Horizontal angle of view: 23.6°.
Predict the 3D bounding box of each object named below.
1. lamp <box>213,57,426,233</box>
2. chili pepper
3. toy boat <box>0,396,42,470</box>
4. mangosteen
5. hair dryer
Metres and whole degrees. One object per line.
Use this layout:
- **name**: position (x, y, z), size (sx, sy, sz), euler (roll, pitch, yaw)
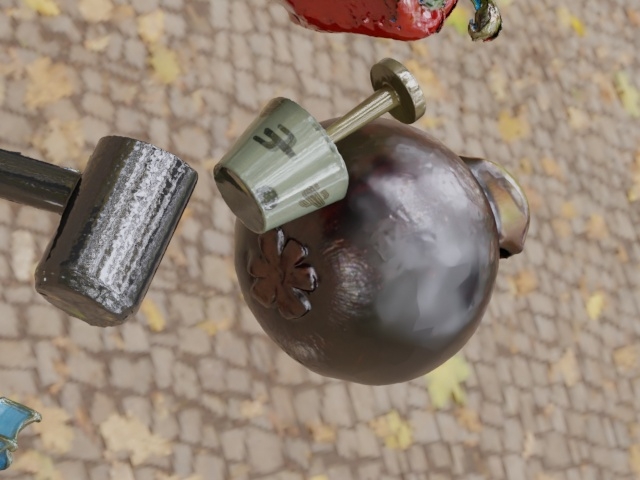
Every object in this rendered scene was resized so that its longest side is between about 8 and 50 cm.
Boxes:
- **lamp**: position (0.001, -0.099, 1.501), size (0.215, 0.121, 0.121), euler (-35, 101, -19)
- **chili pepper**: position (0.012, -0.237, 1.363), size (0.110, 0.388, 0.110), euler (-18, 114, -47)
- **toy boat**: position (-0.354, 0.251, 1.659), size (0.077, 0.185, 0.075), euler (36, 37, 2)
- **mangosteen**: position (0.070, 0.000, 1.713), size (0.347, 0.307, 0.306), euler (-21, 89, -46)
- **hair dryer**: position (-0.212, -0.030, 0.981), size (0.070, 0.248, 0.114), euler (77, 32, -64)
